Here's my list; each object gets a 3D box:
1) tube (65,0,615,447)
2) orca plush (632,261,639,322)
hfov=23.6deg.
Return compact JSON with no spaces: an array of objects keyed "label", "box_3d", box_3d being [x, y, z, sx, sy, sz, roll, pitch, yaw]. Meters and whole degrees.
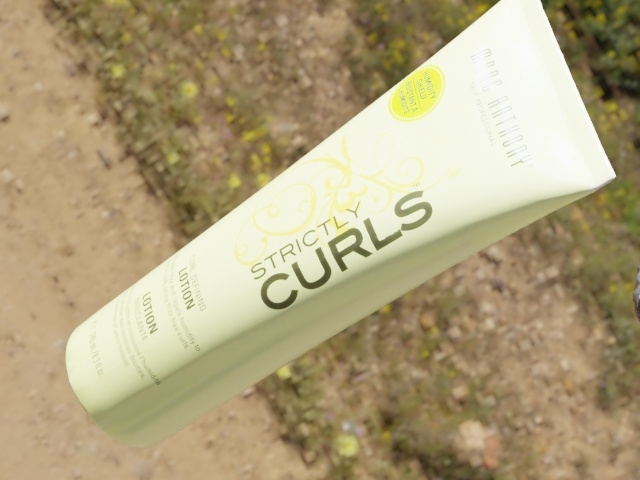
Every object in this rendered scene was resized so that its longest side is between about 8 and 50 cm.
[{"label":"tube","box_3d":[0.000,0.000,0.593,0.070,0.240,0.062,54,28,-5]},{"label":"orca plush","box_3d":[0.277,0.028,0.603,0.102,0.287,0.151,54,24,-48]}]
